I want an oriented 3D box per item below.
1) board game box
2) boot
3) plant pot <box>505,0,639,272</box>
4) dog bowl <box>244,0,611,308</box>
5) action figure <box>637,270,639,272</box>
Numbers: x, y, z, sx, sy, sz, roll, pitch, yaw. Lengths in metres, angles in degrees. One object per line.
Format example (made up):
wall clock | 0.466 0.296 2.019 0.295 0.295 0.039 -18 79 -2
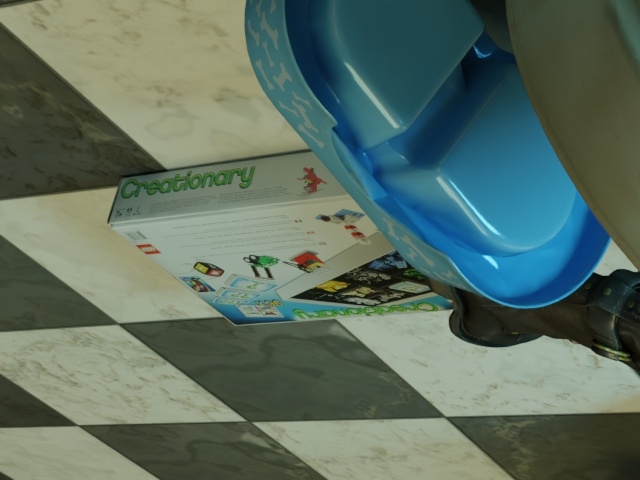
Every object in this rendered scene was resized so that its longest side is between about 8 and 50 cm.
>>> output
board game box | 0.000 0.000 1.455 0.305 0.053 0.193 -6 148 34
boot | 0.202 0.064 1.273 0.229 0.091 0.263 25 175 25
plant pot | 0.296 -0.125 0.830 0.323 0.323 0.280 26 136 -24
dog bowl | 0.068 -0.087 1.091 0.297 0.166 0.074 49 153 -24
action figure | 0.269 -0.004 1.260 0.285 0.099 0.185 30 168 -16
